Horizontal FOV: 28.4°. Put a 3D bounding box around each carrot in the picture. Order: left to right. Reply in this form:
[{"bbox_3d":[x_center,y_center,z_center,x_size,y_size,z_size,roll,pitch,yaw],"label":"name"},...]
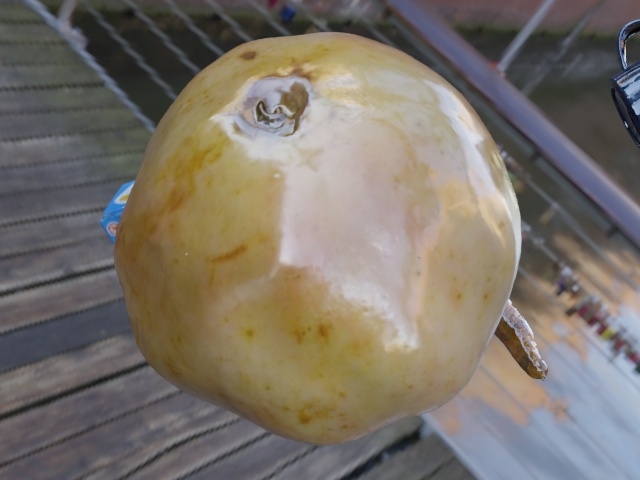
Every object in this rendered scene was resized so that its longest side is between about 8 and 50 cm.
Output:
[{"bbox_3d":[0.242,0.100,1.746,0.059,0.059,0.248,6,40,-50],"label":"carrot"}]

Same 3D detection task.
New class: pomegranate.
[{"bbox_3d":[0.000,0.000,1.220,0.411,0.411,0.411,31,26,-17],"label":"pomegranate"}]

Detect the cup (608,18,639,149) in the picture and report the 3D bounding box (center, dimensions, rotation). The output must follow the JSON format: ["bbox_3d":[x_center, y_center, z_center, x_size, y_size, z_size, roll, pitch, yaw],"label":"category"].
[{"bbox_3d":[0.414,-0.185,1.474,0.113,0.138,0.150,55,10,-52],"label":"cup"}]

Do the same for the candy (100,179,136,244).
[{"bbox_3d":[-0.147,0.045,1.705,0.305,0.157,0.100,60,26,-26],"label":"candy"}]
